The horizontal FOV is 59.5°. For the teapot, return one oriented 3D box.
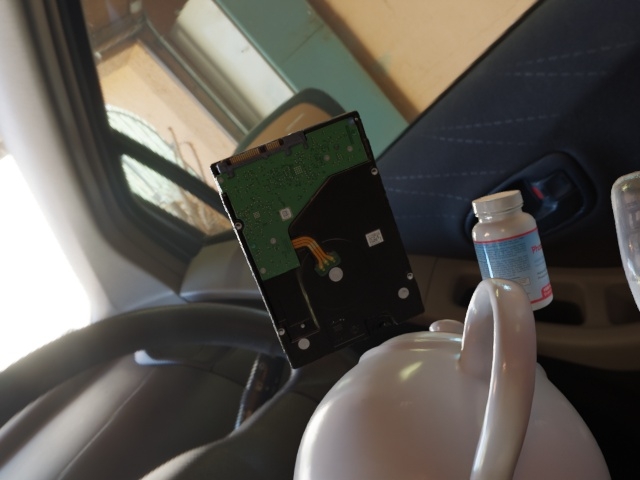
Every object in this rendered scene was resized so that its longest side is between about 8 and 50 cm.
[{"bbox_3d":[0.101,0.152,0.444,0.256,0.252,0.187,-17,53,43],"label":"teapot"}]

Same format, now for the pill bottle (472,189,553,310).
[{"bbox_3d":[0.262,0.015,0.779,0.087,0.160,0.087,-15,7,2],"label":"pill bottle"}]

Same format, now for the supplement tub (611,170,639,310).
[{"bbox_3d":[0.541,-0.019,0.644,0.338,0.207,0.207,-15,26,35],"label":"supplement tub"}]

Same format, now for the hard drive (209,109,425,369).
[{"bbox_3d":[0.000,0.000,0.865,0.236,0.339,0.064,-23,14,-8],"label":"hard drive"}]
